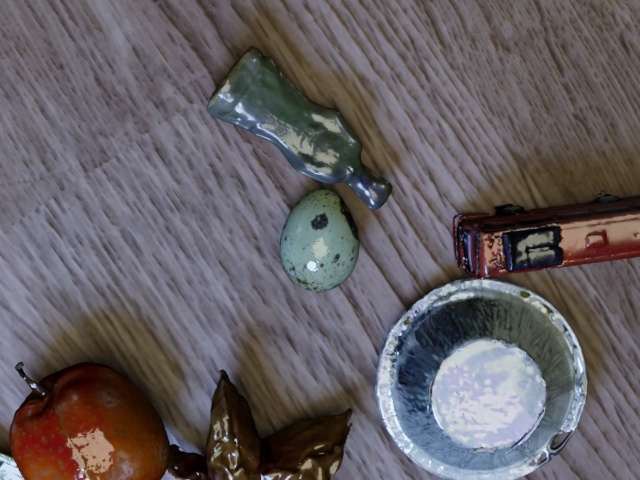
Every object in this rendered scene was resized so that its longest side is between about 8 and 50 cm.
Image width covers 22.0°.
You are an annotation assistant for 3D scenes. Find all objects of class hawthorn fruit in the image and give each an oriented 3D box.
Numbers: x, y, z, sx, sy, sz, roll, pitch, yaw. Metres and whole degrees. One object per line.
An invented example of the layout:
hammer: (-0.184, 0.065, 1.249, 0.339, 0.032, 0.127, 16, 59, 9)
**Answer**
hawthorn fruit: (-0.256, 0.198, 1.729, 0.157, 0.157, 0.194, -37, 107, 5)

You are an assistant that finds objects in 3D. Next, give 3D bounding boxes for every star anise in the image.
star anise: (-0.050, 0.299, 1.765, 0.237, 0.148, 0.346, -20, 90, 4)

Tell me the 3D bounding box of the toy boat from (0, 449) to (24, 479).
toy boat: (-0.300, 0.303, 1.801, 0.293, 0.055, 0.093, 31, 97, -7)

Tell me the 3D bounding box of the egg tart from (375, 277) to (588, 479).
egg tart: (0.174, 0.157, 1.774, 0.234, 0.094, 0.234, 0, 99, 0)

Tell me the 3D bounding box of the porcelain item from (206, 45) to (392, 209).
porcelain item: (-0.012, -0.112, 1.726, 0.215, 0.069, 0.081, 36, 75, -9)

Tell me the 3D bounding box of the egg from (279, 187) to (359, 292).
egg: (0.000, 0.000, 1.740, 0.085, 0.085, 0.110, 9, 89, -4)

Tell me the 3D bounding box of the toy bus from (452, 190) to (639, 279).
toy bus: (0.261, -0.005, 1.745, 0.234, 0.096, 0.074, -8, 99, -2)
